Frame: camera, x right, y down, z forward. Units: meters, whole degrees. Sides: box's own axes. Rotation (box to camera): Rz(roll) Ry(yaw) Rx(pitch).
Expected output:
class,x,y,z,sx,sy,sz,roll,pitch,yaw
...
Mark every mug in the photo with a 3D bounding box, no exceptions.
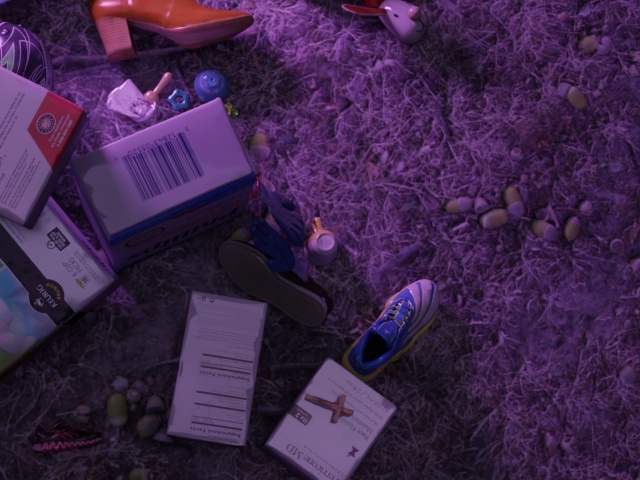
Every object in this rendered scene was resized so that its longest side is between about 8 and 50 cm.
class,x,y,z,sx,sy,sz,roll,pitch,yaw
mug,-0.001,0.004,1.964,0.078,0.064,0.062,43,76,3

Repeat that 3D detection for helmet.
class,x,y,z,sx,sy,sz,roll,pitch,yaw
helmet,-0.552,-0.292,1.900,0.162,0.169,0.169,-22,81,3

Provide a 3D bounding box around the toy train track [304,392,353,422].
class,x,y,z,sx,sy,sz,roll,pitch,yaw
toy train track,0.014,0.270,1.775,0.083,0.014,0.048,20,82,3

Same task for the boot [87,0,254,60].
class,x,y,z,sx,sy,sz,roll,pitch,yaw
boot,-0.287,-0.463,2.007,0.295,0.104,0.211,-13,80,-7

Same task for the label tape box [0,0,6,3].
class,x,y,z,sx,sy,sz,roll,pitch,yaw
label tape box,-0.623,-0.576,1.980,0.249,0.115,0.347,-29,85,-14

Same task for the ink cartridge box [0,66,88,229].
class,x,y,z,sx,sy,sz,roll,pitch,yaw
ink cartridge box,-0.516,-0.165,1.614,0.273,0.114,0.197,27,83,-7

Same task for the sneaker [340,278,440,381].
class,x,y,z,sx,sy,sz,roll,pitch,yaw
sneaker,0.138,0.158,1.918,0.091,0.126,0.240,41,75,2

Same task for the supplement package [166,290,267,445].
class,x,y,z,sx,sy,sz,roll,pitch,yaw
supplement package,-0.178,0.225,1.849,0.134,0.139,0.244,10,77,-5

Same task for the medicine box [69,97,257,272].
class,x,y,z,sx,sy,sz,roll,pitch,yaw
medicine box,-0.265,-0.086,1.828,0.264,0.289,0.149,-25,82,-13

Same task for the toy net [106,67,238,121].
class,x,y,z,sx,sy,sz,roll,pitch,yaw
toy net,-0.275,-0.251,1.994,0.232,0.045,0.122,-11,81,-9

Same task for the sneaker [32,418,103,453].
class,x,y,z,sx,sy,sz,roll,pitch,yaw
sneaker,-0.431,0.330,1.839,0.119,0.047,0.057,-3,66,-11

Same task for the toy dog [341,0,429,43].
class,x,y,z,sx,sy,sz,roll,pitch,yaw
toy dog,0.069,-0.518,2.043,0.334,0.161,0.220,16,76,-5

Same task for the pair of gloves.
class,x,y,z,sx,sy,sz,roll,pitch,yaw
pair of gloves,-0.073,-0.013,1.900,0.159,0.023,0.198,43,32,-36

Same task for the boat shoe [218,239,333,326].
class,x,y,z,sx,sy,sz,roll,pitch,yaw
boat shoe,-0.080,0.070,1.938,0.228,0.069,0.081,36,116,6

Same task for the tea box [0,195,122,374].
class,x,y,z,sx,sy,sz,roll,pitch,yaw
tea box,-0.556,0.045,1.763,0.323,0.220,0.329,-40,92,-7

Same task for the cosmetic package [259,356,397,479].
class,x,y,z,sx,sy,sz,roll,pitch,yaw
cosmetic package,0.011,0.322,1.848,0.151,0.151,0.183,35,75,2
